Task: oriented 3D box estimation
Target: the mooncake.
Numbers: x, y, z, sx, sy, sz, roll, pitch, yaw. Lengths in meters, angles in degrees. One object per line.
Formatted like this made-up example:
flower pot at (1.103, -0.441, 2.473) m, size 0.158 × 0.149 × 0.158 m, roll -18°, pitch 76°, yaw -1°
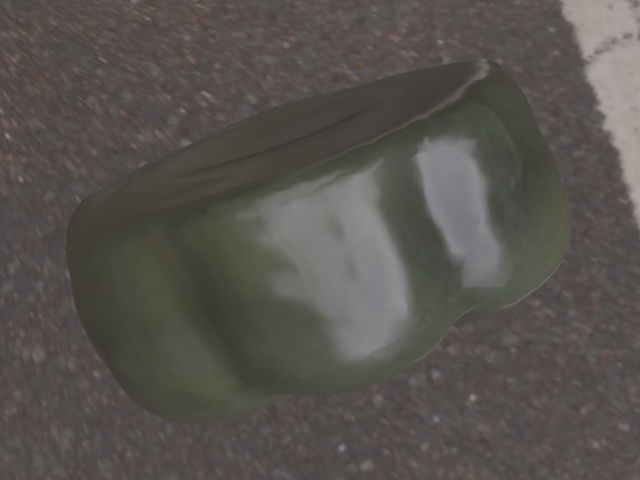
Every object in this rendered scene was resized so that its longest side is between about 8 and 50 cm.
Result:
mooncake at (0.000, 0.000, 0.810) m, size 0.275 × 0.275 × 0.135 m, roll -24°, pitch 100°, yaw -11°
